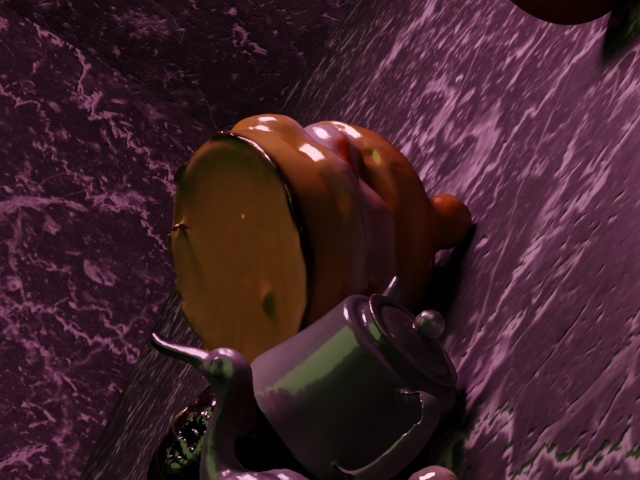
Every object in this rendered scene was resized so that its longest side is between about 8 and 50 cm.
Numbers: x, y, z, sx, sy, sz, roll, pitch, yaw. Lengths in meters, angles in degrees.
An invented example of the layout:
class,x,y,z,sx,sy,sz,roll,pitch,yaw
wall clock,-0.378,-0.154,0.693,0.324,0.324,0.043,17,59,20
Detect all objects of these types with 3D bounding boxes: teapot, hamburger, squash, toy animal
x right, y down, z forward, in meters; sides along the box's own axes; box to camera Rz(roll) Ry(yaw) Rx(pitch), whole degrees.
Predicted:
class,x,y,z,sx,sy,sz,roll,pitch,yaw
teapot,0.050,0.117,1.299,0.149,0.162,0.239,-44,20,17
hamburger,0.000,0.000,1.582,0.237,0.276,0.276,-12,-22,-35
squash,-0.090,0.226,1.619,0.193,0.156,0.193,19,-90,-82
toy animal,-0.047,0.218,1.219,0.195,0.090,0.324,-13,82,34

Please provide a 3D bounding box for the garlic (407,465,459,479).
class,x,y,z,sx,sy,sz,roll,pitch,yaw
garlic,0.070,0.212,1.095,0.094,0.074,0.113,4,79,68

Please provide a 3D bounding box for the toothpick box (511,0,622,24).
class,x,y,z,sx,sy,sz,roll,pitch,yaw
toothpick box,0.270,-0.333,1.410,0.192,0.192,0.294,-67,6,-36
